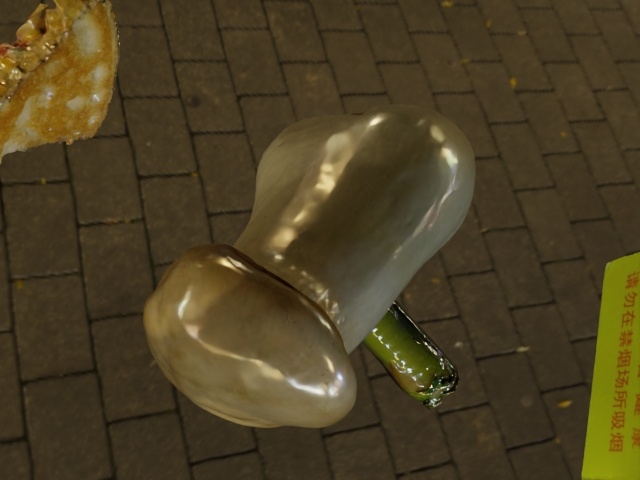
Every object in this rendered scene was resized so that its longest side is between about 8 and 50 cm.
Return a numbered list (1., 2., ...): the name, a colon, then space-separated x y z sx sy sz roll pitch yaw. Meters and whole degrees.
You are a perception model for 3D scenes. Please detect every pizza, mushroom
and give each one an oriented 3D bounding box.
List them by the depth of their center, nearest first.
1. mushroom: 0.000 0.000 0.489 0.122 0.159 0.329 62 31 -14
2. pizza: -0.258 -0.130 0.683 0.062 0.188 0.199 34 50 11

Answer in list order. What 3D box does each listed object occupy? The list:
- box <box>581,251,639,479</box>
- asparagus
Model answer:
1. box: 0.297 0.068 0.487 0.047 0.335 0.187 21 69 -17
2. asparagus: 0.107 0.151 1.460 0.382 0.108 0.128 48 18 -17
